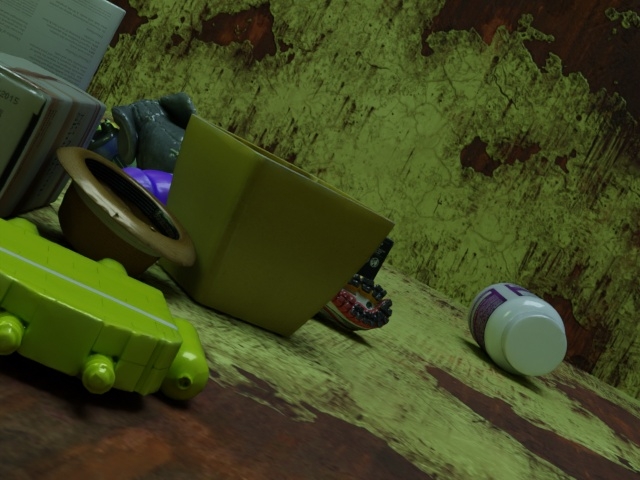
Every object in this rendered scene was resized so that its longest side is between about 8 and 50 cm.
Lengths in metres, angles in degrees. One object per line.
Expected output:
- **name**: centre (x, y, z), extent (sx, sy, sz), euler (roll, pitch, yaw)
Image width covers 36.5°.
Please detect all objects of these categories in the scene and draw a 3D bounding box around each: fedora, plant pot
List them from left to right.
- **fedora**: centre (-0.225, -0.019, 1.057), extent (0.194, 0.079, 0.194), euler (41, 7, -6)
- **plant pot**: centre (-0.078, -0.008, 1.185), extent (0.212, 0.187, 0.212), euler (25, 6, -34)

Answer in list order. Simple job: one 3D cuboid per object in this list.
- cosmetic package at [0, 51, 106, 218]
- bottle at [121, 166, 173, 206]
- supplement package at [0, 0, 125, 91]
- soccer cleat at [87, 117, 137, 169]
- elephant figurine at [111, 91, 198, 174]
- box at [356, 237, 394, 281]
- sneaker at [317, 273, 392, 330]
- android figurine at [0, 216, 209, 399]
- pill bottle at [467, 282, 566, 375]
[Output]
- **cosmetic package**: centre (-0.349, -0.120, 1.073), extent (0.129, 0.153, 0.296), euler (29, 6, -5)
- **bottle**: centre (-0.204, -0.044, 1.298), extent (0.118, 0.092, 0.283), euler (21, 9, 35)
- **supplement package**: centre (-0.432, -0.254, 1.342), extent (0.199, 0.262, 0.198), euler (26, 5, -27)
- **soccer cleat**: centre (-0.395, -0.158, 1.809), extent (0.121, 0.093, 0.289), euler (58, -9, -16)
- **elephant figurine**: centre (-0.273, -0.168, 1.580), extent (0.169, 0.186, 0.239), euler (-2, 60, -62)
- **box**: centre (0.000, 0.000, 1.858), extent (0.165, 0.143, 0.270), euler (27, 4, -22)
- **sneaker**: centre (-0.007, 0.070, 1.439), extent (0.225, 0.088, 0.093), euler (37, -30, -11)
- **android figurine**: centre (-0.193, 0.045, 0.717), extent (0.248, 0.056, 0.273), euler (27, 4, -19)
- **pill bottle**: centre (0.420, 0.192, 2.064), extent (0.169, 0.169, 0.301), euler (28, 5, -4)
